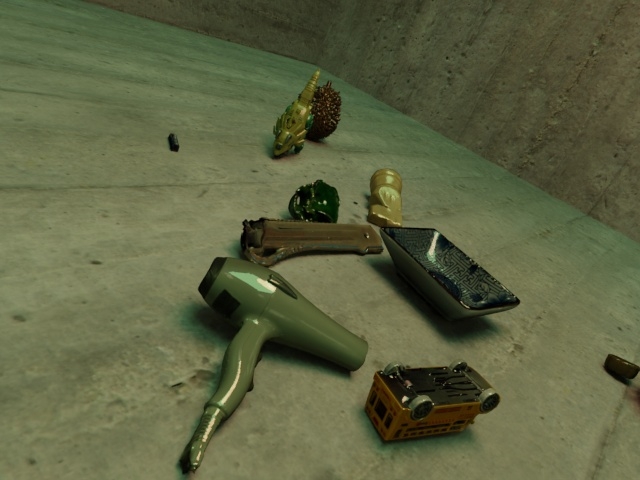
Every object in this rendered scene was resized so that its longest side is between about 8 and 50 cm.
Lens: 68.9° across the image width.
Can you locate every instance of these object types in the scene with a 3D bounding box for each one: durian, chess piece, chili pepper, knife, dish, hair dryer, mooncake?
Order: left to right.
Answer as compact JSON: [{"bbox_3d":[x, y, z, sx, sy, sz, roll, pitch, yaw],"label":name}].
[{"bbox_3d":[-0.037,0.148,0.543,0.229,0.092,0.267,19,39,-24],"label":"hair dryer"},{"bbox_3d":[-0.004,0.002,0.868,0.365,0.043,0.089,-1,70,-45],"label":"knife"},{"bbox_3d":[-0.004,-0.429,1.523,0.167,0.196,0.196,10,28,-38],"label":"durian"},{"bbox_3d":[0.005,-0.074,0.999,0.108,0.062,0.216,60,25,-2],"label":"chili pepper"},{"bbox_3d":[0.164,-0.095,1.166,0.090,0.090,0.200,20,37,-8],"label":"chess piece"},{"bbox_3d":[0.227,0.072,0.881,0.182,0.080,0.243,0,36,-40],"label":"dish"},{"bbox_3d":[0.626,0.319,0.781,0.150,0.057,0.347,17,26,-7],"label":"mooncake"}]

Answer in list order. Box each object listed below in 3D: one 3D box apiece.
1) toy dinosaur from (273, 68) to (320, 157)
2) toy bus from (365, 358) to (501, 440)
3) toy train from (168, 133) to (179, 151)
[{"bbox_3d":[-0.060,-0.336,1.264,0.094,0.259,0.153,26,-2,-1],"label":"toy dinosaur"},{"bbox_3d":[0.139,0.196,0.573,0.162,0.074,0.069,6,23,-29],"label":"toy bus"},{"bbox_3d":[-0.329,-0.223,1.042,0.017,0.017,0.083,10,28,-29],"label":"toy train"}]
